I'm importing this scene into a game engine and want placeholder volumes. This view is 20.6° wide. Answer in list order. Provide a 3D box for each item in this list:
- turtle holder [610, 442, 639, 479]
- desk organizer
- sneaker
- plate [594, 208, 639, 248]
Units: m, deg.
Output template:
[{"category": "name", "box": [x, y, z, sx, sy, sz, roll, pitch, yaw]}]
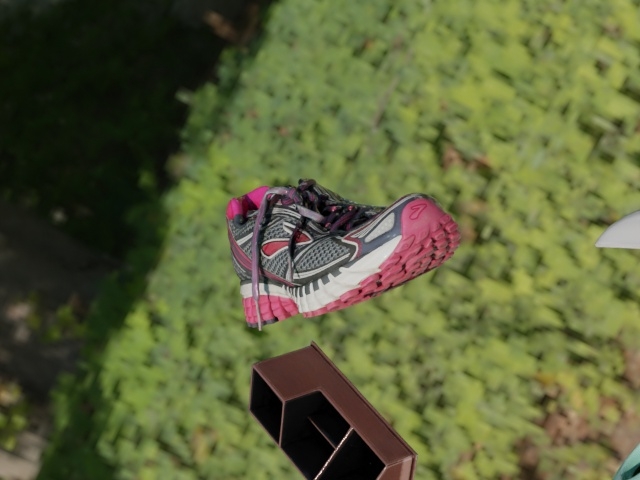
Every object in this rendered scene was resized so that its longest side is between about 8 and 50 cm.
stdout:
[{"category": "turtle holder", "box": [0.342, 0.234, 1.379, 0.243, 0.320, 0.227, 26, 126, 38]}, {"category": "desk organizer", "box": [0.006, 0.127, 1.162, 0.130, 0.050, 0.047, 45, 141, 42]}, {"category": "sneaker", "box": [0.000, 0.000, 1.424, 0.121, 0.112, 0.299, -21, 3, -30]}, {"category": "plate", "box": [0.427, -0.023, 1.527, 0.277, 0.278, 0.045, 1, 96, 49]}]
